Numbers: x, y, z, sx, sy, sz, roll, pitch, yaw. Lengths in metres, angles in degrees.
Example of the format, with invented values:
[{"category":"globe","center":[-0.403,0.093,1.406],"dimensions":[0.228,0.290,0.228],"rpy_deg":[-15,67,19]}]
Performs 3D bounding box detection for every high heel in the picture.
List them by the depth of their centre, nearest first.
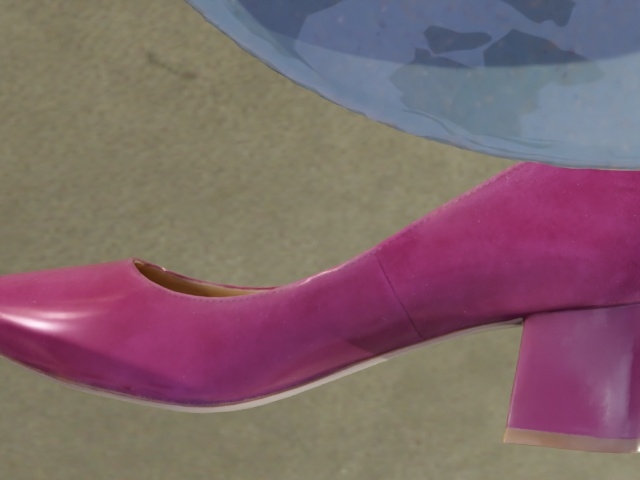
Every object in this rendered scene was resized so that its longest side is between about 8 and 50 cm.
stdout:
[{"category":"high heel","center":[0.000,0.000,0.584],"dimensions":[0.244,0.082,0.117],"rpy_deg":[6,96,10]}]

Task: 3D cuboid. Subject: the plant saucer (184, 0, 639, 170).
[{"category":"plant saucer","center":[0.052,-0.090,0.277],"dimensions":[0.195,0.195,0.037],"rpy_deg":[35,41,-29]}]
